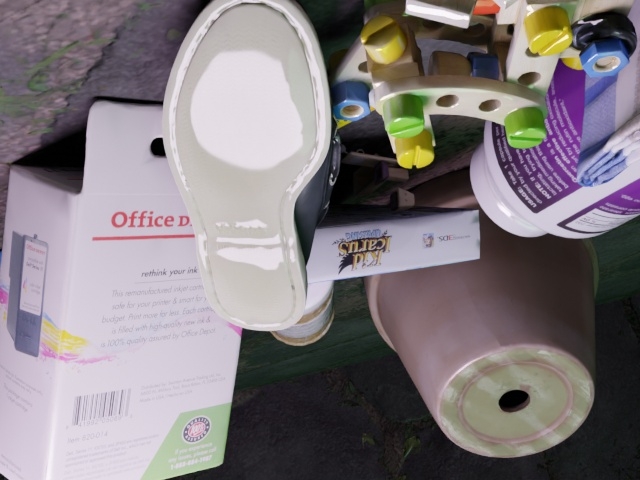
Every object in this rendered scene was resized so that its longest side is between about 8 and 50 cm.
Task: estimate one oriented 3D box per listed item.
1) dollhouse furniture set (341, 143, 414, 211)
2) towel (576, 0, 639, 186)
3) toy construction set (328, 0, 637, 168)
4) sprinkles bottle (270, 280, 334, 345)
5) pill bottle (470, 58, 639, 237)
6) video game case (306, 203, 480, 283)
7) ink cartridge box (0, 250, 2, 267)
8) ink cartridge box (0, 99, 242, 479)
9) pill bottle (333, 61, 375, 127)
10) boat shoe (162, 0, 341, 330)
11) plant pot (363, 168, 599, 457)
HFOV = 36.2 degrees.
[{"bbox_3d":[0.041,-0.064,1.084,0.081,0.091,0.114,6,160,-22],"label":"dollhouse furniture set"},{"bbox_3d":[0.245,-0.169,0.645,0.034,0.209,0.285,12,162,-8],"label":"towel"},{"bbox_3d":[0.107,-0.160,0.638,0.215,0.151,0.328,-4,168,-1],"label":"toy construction set"},{"bbox_3d":[-0.038,0.075,1.435,0.121,0.121,0.355,-16,167,-3],"label":"sprinkles bottle"},{"bbox_3d":[0.277,-0.114,0.918,0.181,0.181,0.323,-9,166,-27],"label":"pill bottle"},{"bbox_3d":[0.000,0.000,1.105,0.244,0.061,0.269,-8,-172,-32],"label":"video game case"},{"bbox_3d":[-0.253,0.053,1.067,0.231,0.134,0.078,-20,166,14],"label":"ink cartridge box"},{"bbox_3d":[-0.178,0.043,0.905,0.207,0.353,0.119,-2,-164,-46],"label":"ink cartridge box"},{"bbox_3d":[0.029,-0.129,0.858,0.083,0.043,0.043,-25,164,30],"label":"pill bottle"},{"bbox_3d":[-0.045,-0.074,0.785,0.127,0.113,0.340,3,136,8],"label":"boat shoe"},{"bbox_3d":[0.224,0.115,1.263,0.323,0.280,0.323,-1,126,-2],"label":"plant pot"}]
